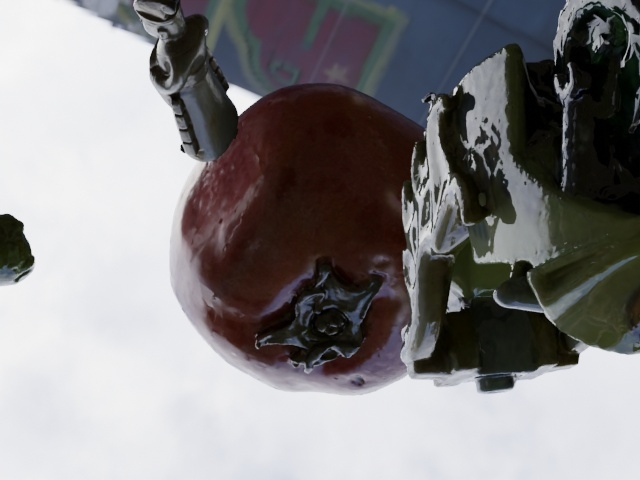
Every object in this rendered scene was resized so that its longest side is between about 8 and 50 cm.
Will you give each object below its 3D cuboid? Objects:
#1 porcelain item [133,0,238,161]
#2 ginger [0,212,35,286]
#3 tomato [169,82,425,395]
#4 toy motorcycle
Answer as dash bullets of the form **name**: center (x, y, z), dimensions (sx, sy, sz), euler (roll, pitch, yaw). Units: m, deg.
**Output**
- **porcelain item**: center (-0.123, -0.157, 1.289), dimensions (0.054, 0.213, 0.084), euler (7, -118, 15)
- **ginger**: center (-0.403, -0.029, 1.344), dimensions (0.290, 0.137, 0.089), euler (40, -175, -25)
- **tomato**: center (0.000, 0.000, 1.548), dimensions (0.293, 0.325, 0.290), euler (25, -145, -18)
- **toy motorcycle**: center (0.156, -0.020, 1.003), dimensions (0.169, 0.410, 0.237), euler (-2, -103, -16)
